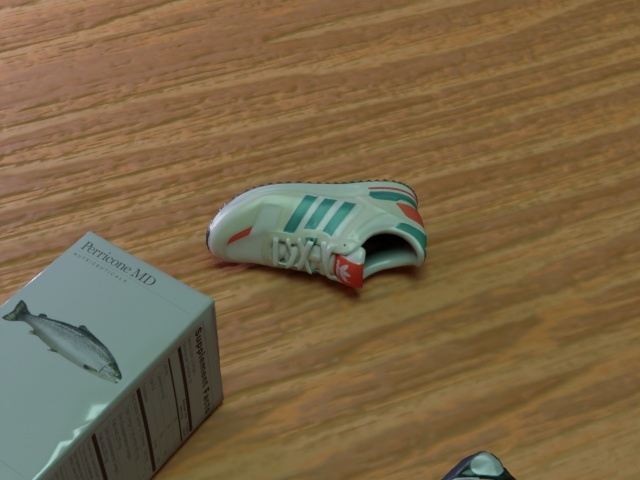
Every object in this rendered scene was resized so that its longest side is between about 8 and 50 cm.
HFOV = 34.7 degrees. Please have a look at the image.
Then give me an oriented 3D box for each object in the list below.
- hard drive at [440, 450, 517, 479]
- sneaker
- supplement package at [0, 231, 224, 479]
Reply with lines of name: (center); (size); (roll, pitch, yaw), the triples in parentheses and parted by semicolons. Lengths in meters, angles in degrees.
hard drive: (0.085, 0.278, 0.358); (0.237, 0.064, 0.339); (-38, 77, -12)
sneaker: (0.000, 0.000, 0.737); (0.161, 0.057, 0.075); (-6, 41, -10)
supplement package: (-0.154, 0.101, 0.606); (0.105, 0.105, 0.179); (26, 51, 22)
